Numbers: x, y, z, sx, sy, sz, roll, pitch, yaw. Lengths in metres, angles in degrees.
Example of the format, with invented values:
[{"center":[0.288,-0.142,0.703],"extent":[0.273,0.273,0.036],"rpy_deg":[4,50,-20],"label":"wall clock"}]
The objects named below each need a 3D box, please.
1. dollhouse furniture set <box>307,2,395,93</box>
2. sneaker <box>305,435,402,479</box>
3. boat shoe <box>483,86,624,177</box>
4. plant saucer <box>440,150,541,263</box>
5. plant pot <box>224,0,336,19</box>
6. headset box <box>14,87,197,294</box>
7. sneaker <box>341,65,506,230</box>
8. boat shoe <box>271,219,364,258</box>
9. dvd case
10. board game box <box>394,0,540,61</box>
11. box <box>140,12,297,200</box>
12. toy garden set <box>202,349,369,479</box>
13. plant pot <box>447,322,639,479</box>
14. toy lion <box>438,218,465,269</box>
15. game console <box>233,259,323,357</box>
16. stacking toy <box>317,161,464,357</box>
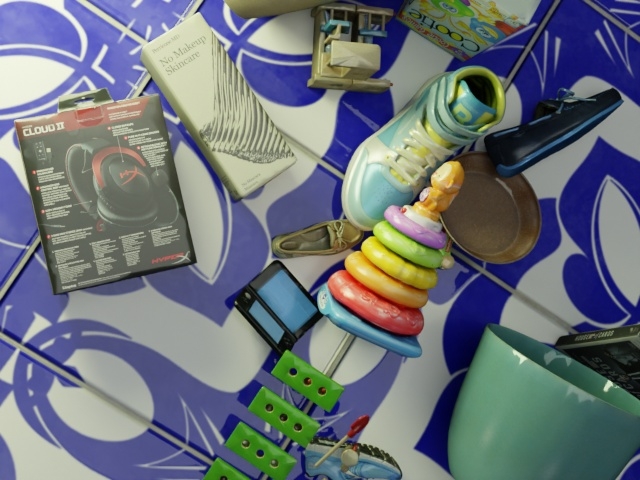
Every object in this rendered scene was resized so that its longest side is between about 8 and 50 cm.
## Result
[{"center":[0.063,-0.311,1.602],"extent":[0.129,0.184,0.129],"rpy_deg":[3,87,-12],"label":"dollhouse furniture set"},{"center":[0.050,0.364,1.645],"extent":[0.162,0.063,0.073],"rpy_deg":[13,95,-2],"label":"sneaker"},{"center":[0.388,-0.201,1.703],"extent":[0.258,0.109,0.089],"rpy_deg":[-28,77,-21],"label":"boat shoe"},{"center":[0.270,-0.050,1.688],"extent":[0.199,0.036,0.198],"rpy_deg":[8,67,-20],"label":"plant saucer"},{"center":[-0.029,-0.454,1.556],"extent":[0.274,0.256,0.256],"rpy_deg":[-26,94,21],"label":"plant pot"},{"center":[-0.325,-0.083,1.549],"extent":[0.218,0.110,0.293],"rpy_deg":[-13,91,-12],"label":"headset box"},{"center":[0.163,-0.154,1.601],"extent":[0.127,0.208,0.319],"rpy_deg":[39,78,-11],"label":"sneaker"},{"center":[-0.001,-0.002,1.646],"extent":[0.153,0.048,0.056],"rpy_deg":[-8,90,-12],"label":"boat shoe"},{"center":[0.506,0.206,1.648],"extent":[0.179,0.239,0.029],"rpy_deg":[40,70,-8],"label":"dvd case"},{"center":[0.241,-0.397,1.596],"extent":[0.142,0.275,0.144],"rpy_deg":[30,83,-9],"label":"board game box"},{"center":[-0.159,-0.204,1.597],"extent":[0.113,0.094,0.275],"rpy_deg":[-36,96,-10],"label":"box"},{"center":[-0.031,0.323,1.591],"extent":[0.204,0.049,0.244],"rpy_deg":[33,96,3],"label":"toy garden set"},{"center":[0.334,0.302,1.595],"extent":[0.293,0.293,0.235],"rpy_deg":[25,97,-10],"label":"plant pot"},{"center":[0.184,-0.011,1.697],"extent":[0.096,0.034,0.100],"rpy_deg":[18,85,-4],"label":"toy lion"},{"center":[-0.064,0.107,1.620],"extent":[0.071,0.107,0.122],"rpy_deg":[-40,96,18],"label":"game console"},{"center":[0.133,0.011,1.569],"extent":[0.166,0.175,0.301],"rpy_deg":[26,103,-12],"label":"stacking toy"}]
